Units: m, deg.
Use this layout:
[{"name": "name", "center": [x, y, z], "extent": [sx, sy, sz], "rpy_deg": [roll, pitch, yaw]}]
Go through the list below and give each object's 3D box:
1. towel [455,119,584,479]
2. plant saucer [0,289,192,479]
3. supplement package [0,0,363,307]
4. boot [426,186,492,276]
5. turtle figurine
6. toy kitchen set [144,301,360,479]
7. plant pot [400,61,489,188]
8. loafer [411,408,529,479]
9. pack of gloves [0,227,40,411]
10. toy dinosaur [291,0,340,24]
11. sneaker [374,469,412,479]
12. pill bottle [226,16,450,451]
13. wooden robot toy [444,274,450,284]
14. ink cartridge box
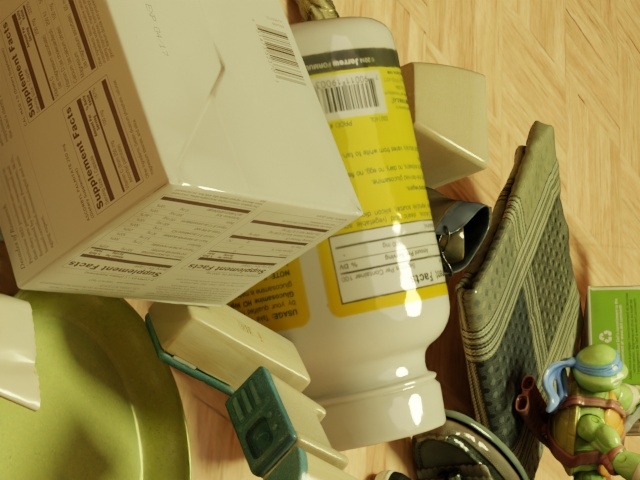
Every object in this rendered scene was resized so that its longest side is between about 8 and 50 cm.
[{"name": "towel", "center": [0.213, 0.080, 1.810], "extent": [0.324, 0.056, 0.312], "rpy_deg": [-60, 144, -48]}, {"name": "plant saucer", "center": [-0.170, 0.143, 1.153], "extent": [0.241, 0.037, 0.241], "rpy_deg": [37, 46, -51]}, {"name": "supplement package", "center": [-0.123, -0.105, 1.142], "extent": [0.204, 0.145, 0.262], "rpy_deg": [9, 55, -52]}, {"name": "boot", "center": [0.087, -0.002, 1.601], "extent": [0.219, 0.106, 0.082], "rpy_deg": [-47, 139, -58]}, {"name": "turtle figurine", "center": [0.338, 0.234, 1.747], "extent": [0.274, 0.198, 0.266], "rpy_deg": [-7, 123, -26]}, {"name": "toy kitchen set", "center": [-0.085, 0.164, 1.186], "extent": [0.122, 0.166, 0.207], "rpy_deg": [32, 16, -33]}, {"name": "plant pot", "center": [0.098, -0.121, 1.701], "extent": [0.096, 0.109, 0.109], "rpy_deg": [23, 58, -42]}, {"name": "loafer", "center": [0.162, 0.275, 1.658], "extent": [0.267, 0.096, 0.084], "rpy_deg": [57, 40, -37]}, {"name": "pack of gloves", "center": [-0.275, -0.005, 1.027], "extent": [0.232, 0.046, 0.195], "rpy_deg": [31, 37, -48]}, {"name": "toy dinosaur", "center": [-0.007, -0.131, 1.554], "extent": [0.118, 0.064, 0.268], "rpy_deg": [29, 56, -63]}, {"name": "sneaker", "center": [0.141, 0.292, 1.574], "extent": [0.217, 0.121, 0.079], "rpy_deg": [62, 30, -27]}, {"name": "pill bottle", "center": [0.000, 0.000, 1.370], "extent": [0.188, 0.187, 0.334], "rpy_deg": [-7, 86, -62]}, {"name": "wooden robot toy", "center": [0.101, 0.051, 1.692], "extent": [0.173, 0.076, 0.079], "rpy_deg": [-60, 165, -53]}, {"name": "ink cartridge box", "center": [0.365, 0.091, 2.034], "extent": [0.189, 0.097, 0.255], "rpy_deg": [77, 12, -65]}]
